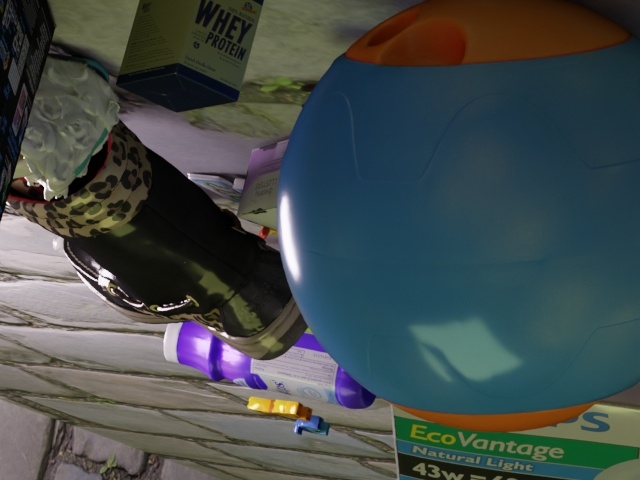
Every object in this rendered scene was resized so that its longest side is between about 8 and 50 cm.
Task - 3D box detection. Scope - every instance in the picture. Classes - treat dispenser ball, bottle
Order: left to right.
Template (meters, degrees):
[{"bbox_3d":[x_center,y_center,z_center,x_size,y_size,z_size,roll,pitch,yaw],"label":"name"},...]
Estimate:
[{"bbox_3d":[-0.064,0.152,2.579,0.283,0.092,0.118,10,167,15],"label":"bottle"},{"bbox_3d":[0.115,-0.020,1.278,0.288,0.288,0.288,13,167,3],"label":"treat dispenser ball"}]

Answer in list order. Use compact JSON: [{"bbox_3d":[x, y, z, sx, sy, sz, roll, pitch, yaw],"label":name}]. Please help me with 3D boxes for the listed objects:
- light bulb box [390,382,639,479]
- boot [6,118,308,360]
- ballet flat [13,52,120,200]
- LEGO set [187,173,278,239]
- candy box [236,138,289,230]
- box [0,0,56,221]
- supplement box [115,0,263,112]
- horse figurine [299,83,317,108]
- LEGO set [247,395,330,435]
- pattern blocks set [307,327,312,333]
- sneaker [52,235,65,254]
[{"bbox_3d":[0.252,0.131,1.638,0.358,0.225,0.361,6,148,10],"label":"light bulb box"},{"bbox_3d":[-0.198,-0.024,1.883,0.284,0.138,0.377,39,171,-37],"label":"boot"},{"bbox_3d":[-0.376,-0.123,1.680,0.409,0.147,0.147,12,167,12],"label":"ballet flat"},{"bbox_3d":[0.000,0.000,1.974,0.182,0.060,0.244,8,166,40],"label":"LEGO set"},{"bbox_3d":[0.050,-0.031,1.759,0.196,0.070,0.165,20,166,-27],"label":"candy box"},{"bbox_3d":[-0.271,-0.074,1.419,0.073,0.293,0.295,14,167,1],"label":"box"},{"bbox_3d":[-0.093,-0.143,1.409,0.056,0.083,0.083,23,164,-34],"label":"supplement box"},{"bbox_3d":[0.131,-0.085,1.473,0.263,0.066,0.174,13,173,13],"label":"horse figurine"},{"bbox_3d":[-0.048,0.232,2.908,0.093,0.087,0.227,8,164,23],"label":"LEGO set"},{"bbox_3d":[-0.037,0.065,2.172,0.325,0.026,0.285,26,173,14],"label":"pattern blocks set"},{"bbox_3d":[-0.248,0.030,2.336,0.152,0.061,0.054,17,168,-9],"label":"sneaker"}]
